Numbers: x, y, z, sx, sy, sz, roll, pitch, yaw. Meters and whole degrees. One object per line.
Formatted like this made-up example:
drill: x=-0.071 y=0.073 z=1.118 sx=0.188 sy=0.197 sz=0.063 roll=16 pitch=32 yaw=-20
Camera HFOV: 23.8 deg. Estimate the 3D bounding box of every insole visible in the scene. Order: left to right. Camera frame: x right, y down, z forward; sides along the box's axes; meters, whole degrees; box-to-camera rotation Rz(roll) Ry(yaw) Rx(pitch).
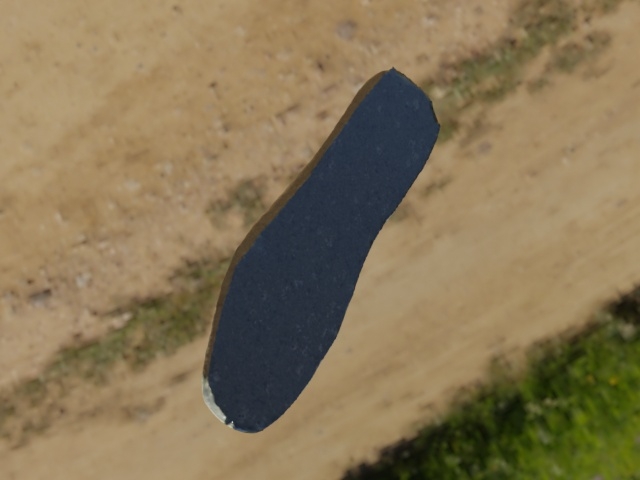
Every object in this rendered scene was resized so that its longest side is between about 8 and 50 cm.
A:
insole: x=0.000 y=0.000 z=0.676 sx=0.063 sy=0.192 sz=0.010 roll=42 pitch=150 yaw=-21
